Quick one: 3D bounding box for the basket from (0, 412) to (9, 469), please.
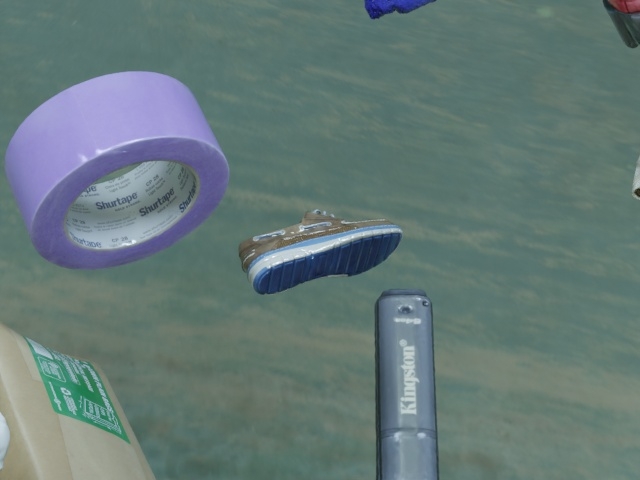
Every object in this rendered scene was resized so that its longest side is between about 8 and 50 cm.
[{"bbox_3d":[-0.445,0.219,0.893,0.331,0.328,0.266,16,101,19],"label":"basket"}]

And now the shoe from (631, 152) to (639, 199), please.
[{"bbox_3d":[0.455,-0.078,1.552,0.076,0.219,0.058,49,62,-24],"label":"shoe"}]

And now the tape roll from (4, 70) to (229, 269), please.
[{"bbox_3d":[-0.184,-0.060,1.207,0.189,0.189,0.080,-27,62,0],"label":"tape roll"}]

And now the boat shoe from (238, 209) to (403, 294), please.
[{"bbox_3d":[0.000,0.000,1.399,0.183,0.066,0.066,-12,141,-28],"label":"boat shoe"}]

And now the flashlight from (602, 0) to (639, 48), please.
[{"bbox_3d":[0.219,-0.284,1.014,0.103,0.103,0.304,-26,125,18],"label":"flashlight"}]

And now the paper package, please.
[{"bbox_3d":[-0.310,0.283,1.260,0.168,0.325,0.309,34,101,-38],"label":"paper package"}]

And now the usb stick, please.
[{"bbox_3d":[0.105,0.189,1.648,0.077,0.045,0.278,-3,60,7],"label":"usb stick"}]

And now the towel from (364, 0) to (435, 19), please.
[{"bbox_3d":[0.080,-0.415,1.484,0.076,0.227,0.308,-1,107,30],"label":"towel"}]
